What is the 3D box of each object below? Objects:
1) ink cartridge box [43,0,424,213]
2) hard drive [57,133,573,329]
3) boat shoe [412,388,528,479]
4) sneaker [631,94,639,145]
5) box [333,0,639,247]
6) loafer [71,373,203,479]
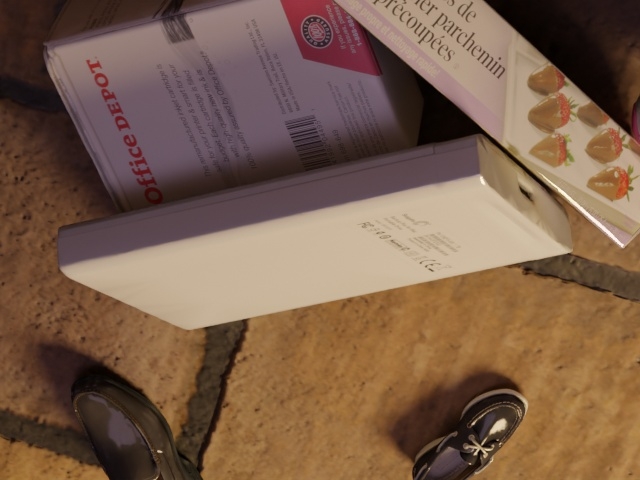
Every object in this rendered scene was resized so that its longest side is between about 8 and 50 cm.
[{"bbox_3d":[-0.057,-0.112,1.364,0.218,0.092,0.158,-12,122,17],"label":"ink cartridge box"},{"bbox_3d":[0.000,0.000,1.397,0.307,0.040,0.203,-12,161,21],"label":"hard drive"},{"bbox_3d":[0.116,0.163,1.569,0.046,0.038,0.125,38,124,-17],"label":"boat shoe"},{"bbox_3d":[0.326,-0.110,1.293,0.252,0.103,0.111,-8,120,10],"label":"sneaker"},{"bbox_3d":[0.110,-0.109,1.292,0.324,0.067,0.063,37,95,-35],"label":"box"},{"bbox_3d":[-0.149,0.181,1.621,0.062,0.061,0.170,-24,118,27],"label":"loafer"}]
